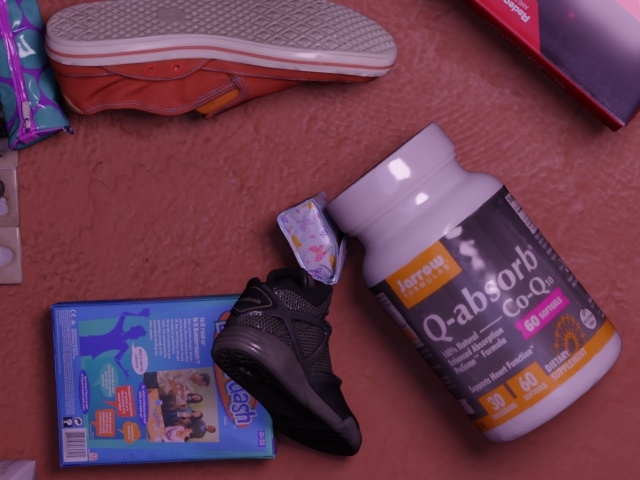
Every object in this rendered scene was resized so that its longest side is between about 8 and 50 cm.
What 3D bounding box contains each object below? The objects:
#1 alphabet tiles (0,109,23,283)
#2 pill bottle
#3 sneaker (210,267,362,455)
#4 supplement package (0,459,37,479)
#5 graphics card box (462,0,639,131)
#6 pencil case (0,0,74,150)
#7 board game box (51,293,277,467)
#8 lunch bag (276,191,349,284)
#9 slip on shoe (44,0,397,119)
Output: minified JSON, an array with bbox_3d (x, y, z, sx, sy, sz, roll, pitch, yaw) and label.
[{"bbox_3d":[-0.464,-0.037,1.861,0.342,0.011,0.285,-2,93,3],"label":"alphabet tiles"},{"bbox_3d":[0.139,0.038,1.766,0.162,0.162,0.278,-38,92,4],"label":"pill bottle"},{"bbox_3d":[-0.012,0.110,1.787,0.087,0.227,0.130,-1,54,36],"label":"sneaker"},{"bbox_3d":[-0.425,0.307,1.796,0.292,0.177,0.175,-1,93,2],"label":"supplement package"},{"bbox_3d":[0.306,-0.311,1.724,0.233,0.094,0.371,41,96,2],"label":"graphics card box"},{"bbox_3d":[-0.286,-0.166,1.815,0.064,0.070,0.152,-15,91,4],"label":"pencil case"},{"bbox_3d":[-0.150,0.135,1.839,0.210,0.047,0.160,-2,93,3],"label":"board game box"},{"bbox_3d":[0.000,0.000,1.813,0.053,0.071,0.083,-24,92,11],"label":"lunch bag"},{"bbox_3d":[-0.093,-0.170,1.799,0.331,0.123,0.101,-3,126,-2],"label":"slip on shoe"}]
